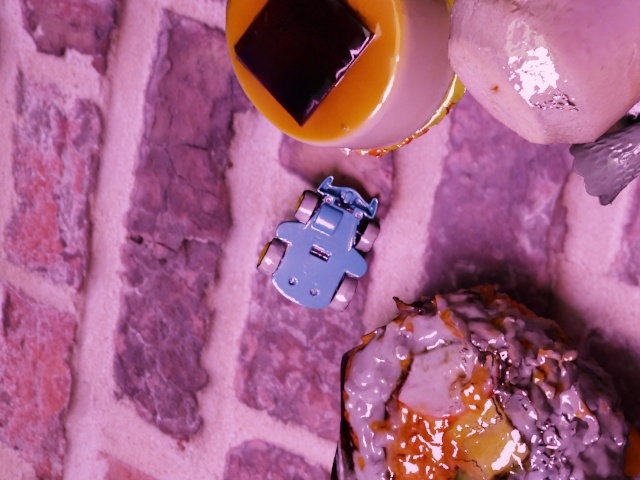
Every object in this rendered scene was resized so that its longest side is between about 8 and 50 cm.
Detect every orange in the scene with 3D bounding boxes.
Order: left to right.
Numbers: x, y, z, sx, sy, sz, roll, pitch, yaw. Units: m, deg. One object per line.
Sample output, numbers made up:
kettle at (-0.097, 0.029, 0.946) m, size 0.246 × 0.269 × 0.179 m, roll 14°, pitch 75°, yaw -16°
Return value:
orange at (0.337, 0.251, 1.751) m, size 0.086 × 0.062 × 0.086 m, roll 15°, pitch 120°, yaw 28°

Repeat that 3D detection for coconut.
coconut at (0.249, -0.220, 1.502) m, size 0.224 × 0.224 × 0.234 m, roll 40°, pitch 88°, yaw 14°

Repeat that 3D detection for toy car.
toy car at (0.000, 0.000, 1.868) m, size 0.126 × 0.098 × 0.161 m, roll 25°, pitch 95°, yaw -7°

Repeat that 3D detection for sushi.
sushi at (0.180, 0.250, 1.742) m, size 0.417 × 0.176 × 0.417 m, roll 1°, pitch 91°, yaw 45°

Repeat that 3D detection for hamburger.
hamburger at (0.036, -0.236, 1.678) m, size 0.294 × 0.179 × 0.276 m, roll 46°, pitch 125°, yaw 13°

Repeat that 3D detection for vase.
vase at (0.346, -0.104, 1.578) m, size 0.149 × 0.081 × 0.081 m, roll -30°, pitch 91°, yaw 31°

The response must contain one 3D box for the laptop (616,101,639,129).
laptop at (0.316, -0.257, 1.583) m, size 0.187 × 0.015 × 0.269 m, roll -40°, pitch 85°, yaw 38°
